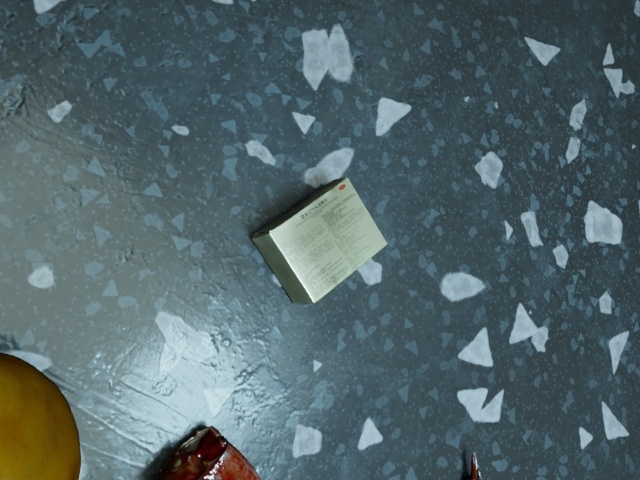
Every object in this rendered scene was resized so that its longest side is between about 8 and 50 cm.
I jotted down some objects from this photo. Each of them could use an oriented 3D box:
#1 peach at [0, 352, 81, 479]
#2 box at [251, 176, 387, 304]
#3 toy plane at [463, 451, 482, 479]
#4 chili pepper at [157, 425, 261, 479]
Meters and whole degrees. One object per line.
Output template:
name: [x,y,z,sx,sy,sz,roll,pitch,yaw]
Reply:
peach: [-0.487,0.295,0.745,0.343,0.301,0.342,-12,121,-20]
box: [0.000,0.000,1.150,0.212,0.095,0.168,-37,103,-27]
toy plane: [0.341,0.565,1.290,0.130,0.061,0.189,-2,81,-27]
chili pepper: [-0.162,0.454,1.019,0.252,0.136,0.144,56,19,-23]
